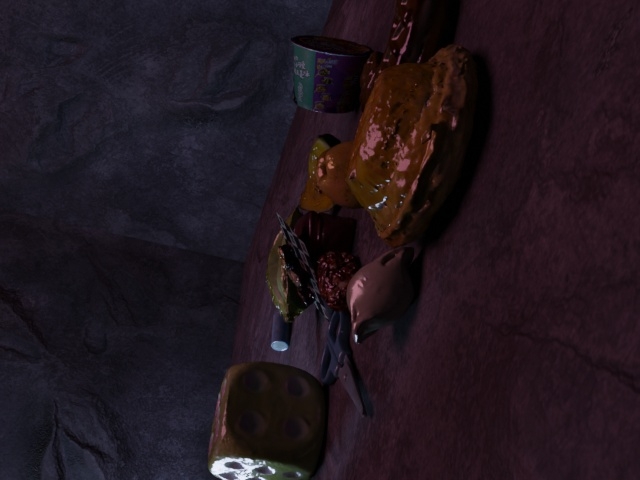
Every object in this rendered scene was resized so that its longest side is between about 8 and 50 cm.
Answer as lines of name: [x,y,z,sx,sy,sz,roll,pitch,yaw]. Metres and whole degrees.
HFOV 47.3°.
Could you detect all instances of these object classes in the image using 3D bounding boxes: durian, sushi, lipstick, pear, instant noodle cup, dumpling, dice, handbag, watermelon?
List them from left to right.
dice: [-0.134,0.459,1.806,0.254,0.252,0.249,114,165,-53]
lipstick: [-0.132,0.253,2.534,0.068,0.061,0.274,111,167,-45]
sushi: [-0.065,0.081,1.929,0.192,0.043,0.279,47,159,50]
durian: [-0.068,0.081,2.149,0.198,0.163,0.394,116,166,-45]
handbag: [0.000,0.000,1.976,0.225,0.136,0.146,165,112,-75]
watermelon: [0.018,-0.185,2.109,0.301,0.129,0.123,104,173,-49]
instant noodle cup: [0.021,-0.505,2.234,0.251,0.251,0.190,-100,16,-64]
pear: [0.075,-0.158,1.695,0.178,0.178,0.177,-167,90,-79]
dumpling: [0.118,0.104,1.364,0.111,0.181,0.155,58,176,23]

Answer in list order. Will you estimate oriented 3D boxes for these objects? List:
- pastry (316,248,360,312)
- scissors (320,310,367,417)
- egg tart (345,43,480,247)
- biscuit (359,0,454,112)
pastry: [0.043,0.096,1.757,0.208,0.097,0.115,-104,19,-64]
scissors: [0.055,0.289,1.622,0.447,0.029,0.192,-124,48,-76]
egg tart: [0.149,-0.183,1.327,0.388,0.169,0.387,-163,90,-82]
biscuit: [0.179,-0.398,1.587,0.366,0.115,0.268,113,167,-46]
